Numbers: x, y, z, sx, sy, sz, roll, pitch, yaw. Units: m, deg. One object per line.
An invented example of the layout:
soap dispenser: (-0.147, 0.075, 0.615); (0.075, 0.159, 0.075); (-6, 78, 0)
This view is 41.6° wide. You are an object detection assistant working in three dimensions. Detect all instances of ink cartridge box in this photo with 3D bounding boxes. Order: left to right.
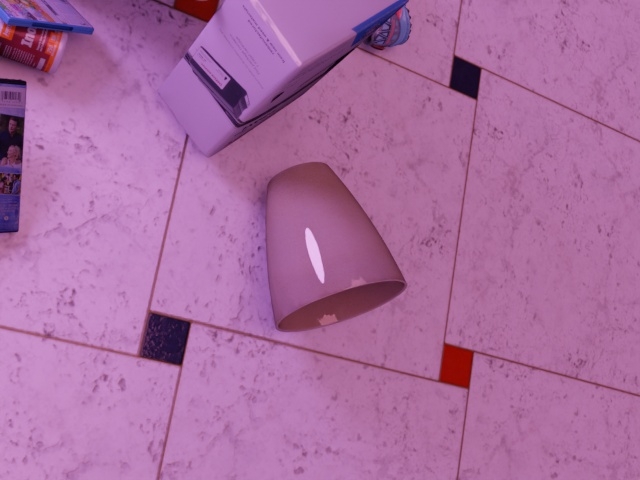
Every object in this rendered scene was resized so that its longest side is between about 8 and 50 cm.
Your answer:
ink cartridge box: (-0.077, -0.338, 1.475); (0.285, 0.395, 0.166); (-39, 95, -33)

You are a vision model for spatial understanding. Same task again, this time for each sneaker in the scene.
sneaker: (0.102, -0.536, 1.796); (0.125, 0.104, 0.262); (-23, 94, -28)

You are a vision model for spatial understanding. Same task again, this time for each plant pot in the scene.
plant pot: (0.000, 0.000, 1.593); (0.256, 0.256, 0.274); (-8, 70, -30)

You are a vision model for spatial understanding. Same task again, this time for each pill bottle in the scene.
pill bottle: (-0.513, -0.347, 1.425); (0.151, 0.086, 0.086); (17, 74, -27)

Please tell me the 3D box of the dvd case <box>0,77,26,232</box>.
dvd case: (-0.556, -0.132, 1.326); (0.180, 0.022, 0.253); (-5, 107, -48)

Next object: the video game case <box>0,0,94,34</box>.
video game case: (-0.481, -0.391, 1.420); (0.119, 0.015, 0.166); (45, 30, 24)
